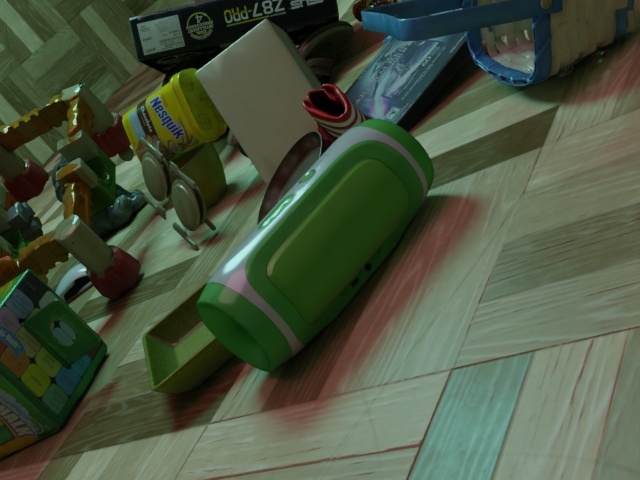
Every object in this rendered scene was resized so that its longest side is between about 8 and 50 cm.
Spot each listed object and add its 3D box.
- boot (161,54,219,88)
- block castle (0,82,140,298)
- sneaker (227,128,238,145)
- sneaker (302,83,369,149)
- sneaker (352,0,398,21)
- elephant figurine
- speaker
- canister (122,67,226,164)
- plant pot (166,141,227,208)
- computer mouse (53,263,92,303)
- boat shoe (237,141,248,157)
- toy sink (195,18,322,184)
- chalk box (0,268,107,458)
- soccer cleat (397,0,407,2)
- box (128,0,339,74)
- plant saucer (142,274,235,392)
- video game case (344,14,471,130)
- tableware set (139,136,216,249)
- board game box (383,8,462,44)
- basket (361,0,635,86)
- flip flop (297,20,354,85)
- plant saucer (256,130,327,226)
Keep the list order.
[{"bbox_3d":[-0.254,-0.293,2.028,0.260,0.131,0.348,-14,3,41],"label":"boot"},{"bbox_3d":[-0.491,-0.047,1.783,0.303,0.213,0.453,-25,45,13],"label":"block castle"},{"bbox_3d":[-0.140,-0.223,1.908,0.134,0.070,0.051,118,175,-52],"label":"sneaker"},{"bbox_3d":[0.024,-0.179,1.399,0.087,0.128,0.221,-42,22,-9],"label":"sneaker"},{"bbox_3d":[0.138,-0.510,1.997,0.175,0.064,0.067,-12,24,47],"label":"sneaker"},{"bbox_3d":[-0.502,-0.132,2.056,0.169,0.239,0.186,-19,29,44],"label":"elephant figurine"},{"bbox_3d":[0.000,0.000,1.066,0.296,0.131,0.131,-49,22,-24],"label":"speaker"},{"bbox_3d":[-0.256,-0.204,1.669,0.170,0.126,0.073,-25,0,39],"label":"canister"},{"bbox_3d":[-0.224,-0.108,1.731,0.134,0.095,0.134,-33,21,15],"label":"plant pot"},{"bbox_3d":[-0.495,0.090,1.863,0.193,0.042,0.106,-35,20,13],"label":"computer mouse"},{"bbox_3d":[-0.077,-0.212,1.737,0.178,0.064,0.060,-28,25,35],"label":"boat shoe"},{"bbox_3d":[-0.069,-0.221,1.610,0.153,0.234,0.131,-36,-9,12],"label":"toy sink"},{"bbox_3d":[-0.446,0.181,1.391,0.289,0.180,0.179,-29,22,30],"label":"chalk box"},{"bbox_3d":[0.240,-0.504,1.734,0.143,0.116,0.331,-43,13,-20],"label":"soccer cleat"},{"bbox_3d":[-0.161,-0.433,1.961,0.395,0.097,0.318,-13,6,2],"label":"box"},{"bbox_3d":[-0.130,0.104,1.193,0.188,0.045,0.188,-41,20,-1],"label":"plant saucer"},{"bbox_3d":[0.133,-0.262,1.479,0.196,0.026,0.274,-50,23,1],"label":"video game case"},{"bbox_3d":[-0.239,-0.087,1.604,0.039,0.128,0.194,-20,40,-31],"label":"tableware set"},{"bbox_3d":[0.215,-0.381,1.621,0.160,0.039,0.211,-44,20,-11],"label":"board game box"},{"bbox_3d":[0.208,-0.283,1.146,0.289,0.201,0.255,-9,19,-6],"label":"basket"},{"bbox_3d":[-0.030,-0.318,1.851,0.277,0.080,0.112,-44,-11,-25],"label":"flip flop"},{"bbox_3d":[-0.035,-0.075,1.367,0.168,0.029,0.168,-48,25,31],"label":"plant saucer"}]
